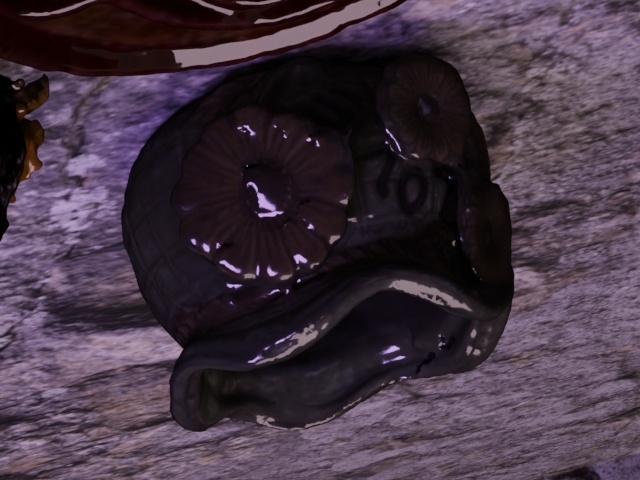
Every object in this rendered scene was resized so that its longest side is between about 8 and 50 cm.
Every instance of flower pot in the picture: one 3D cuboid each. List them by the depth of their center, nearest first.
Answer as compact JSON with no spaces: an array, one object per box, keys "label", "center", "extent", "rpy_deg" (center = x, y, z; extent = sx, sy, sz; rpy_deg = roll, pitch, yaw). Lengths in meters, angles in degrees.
[{"label":"flower pot","center":[0.000,0.000,1.420],"extent":[0.301,0.213,0.302],"rpy_deg":[-16,161,-5]}]

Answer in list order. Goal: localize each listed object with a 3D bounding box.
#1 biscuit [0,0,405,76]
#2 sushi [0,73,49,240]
[{"label":"biscuit","center":[-0.042,-0.205,1.011],"extent":[0.407,0.091,0.407],"rpy_deg":[-15,161,-5]},{"label":"sushi","center":[-0.337,-0.001,1.105],"extent":[0.348,0.234,0.207],"rpy_deg":[-19,161,18]}]
